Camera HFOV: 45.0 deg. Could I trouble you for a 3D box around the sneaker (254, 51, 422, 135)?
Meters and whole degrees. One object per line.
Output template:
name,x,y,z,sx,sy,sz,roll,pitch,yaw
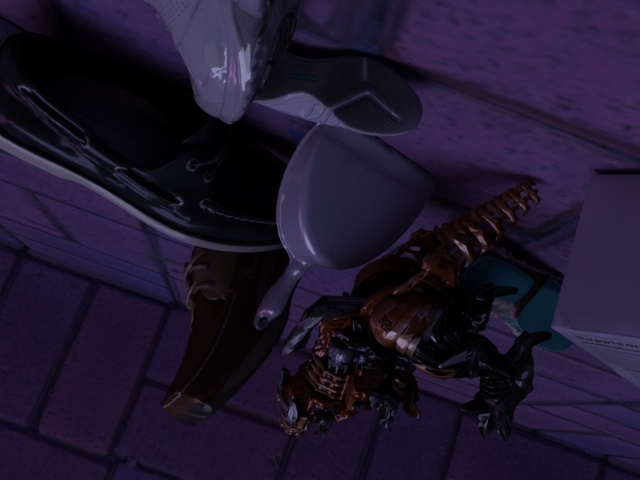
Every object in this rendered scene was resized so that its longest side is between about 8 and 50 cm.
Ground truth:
sneaker,0.008,-0.114,0.591,0.152,0.054,0.061,18,-179,17

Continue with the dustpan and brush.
dustpan and brush,0.000,0.000,0.730,0.147,0.211,0.060,29,180,-33

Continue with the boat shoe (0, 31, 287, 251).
boat shoe,-0.140,-0.094,0.715,0.340,0.127,0.113,27,142,-18

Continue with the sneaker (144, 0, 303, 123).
sneaker,-0.072,-0.158,0.471,0.115,0.090,0.232,26,157,1

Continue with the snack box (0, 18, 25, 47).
snack box,-0.407,-0.204,0.743,0.207,0.070,0.174,27,164,-34

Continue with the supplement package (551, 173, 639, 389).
supplement package,0.316,0.056,0.629,0.139,0.134,0.244,5,160,46

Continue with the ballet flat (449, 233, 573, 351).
ballet flat,0.220,0.052,0.898,0.241,0.091,0.077,35,-170,-36

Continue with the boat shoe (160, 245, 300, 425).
boat shoe,-0.095,0.049,0.840,0.120,0.324,0.122,39,132,-12

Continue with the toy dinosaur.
toy dinosaur,0.092,0.086,0.730,0.218,0.164,0.322,24,138,-29
